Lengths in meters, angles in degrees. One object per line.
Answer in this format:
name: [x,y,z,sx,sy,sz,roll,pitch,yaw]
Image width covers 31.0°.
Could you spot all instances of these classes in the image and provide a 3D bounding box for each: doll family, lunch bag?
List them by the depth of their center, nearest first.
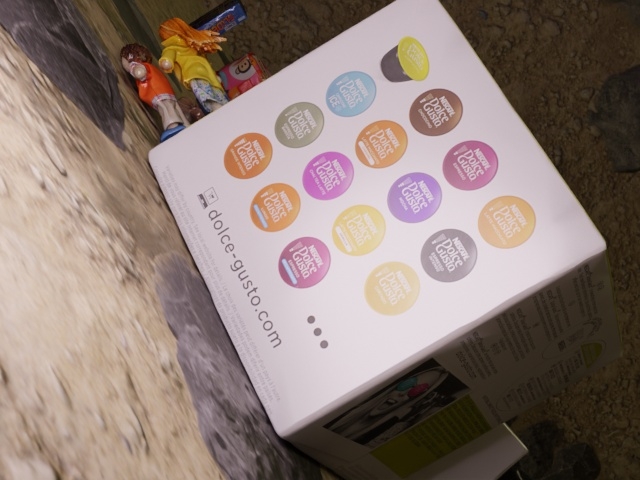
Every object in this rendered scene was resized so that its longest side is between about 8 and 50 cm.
doll family: [-0.143,-0.181,1.405,0.163,0.118,0.263,61,4,19]
lunch bag: [-0.101,-0.227,2.282,0.293,0.120,0.258,60,4,-4]

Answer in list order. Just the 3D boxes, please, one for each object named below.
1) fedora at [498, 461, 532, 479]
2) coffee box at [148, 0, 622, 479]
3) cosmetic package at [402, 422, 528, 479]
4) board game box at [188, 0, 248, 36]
fedora: [0.377,0.523,2.492,0.334,0.152,0.334,59,4,-6]
coffee box: [0.082,0.017,1.199,0.338,0.334,0.338,62,5,27]
cosmetic package: [0.139,0.237,1.417,0.184,0.151,0.151,50,1,13]
board game box: [-0.209,-0.418,2.229,0.035,0.136,0.201,58,5,-17]
